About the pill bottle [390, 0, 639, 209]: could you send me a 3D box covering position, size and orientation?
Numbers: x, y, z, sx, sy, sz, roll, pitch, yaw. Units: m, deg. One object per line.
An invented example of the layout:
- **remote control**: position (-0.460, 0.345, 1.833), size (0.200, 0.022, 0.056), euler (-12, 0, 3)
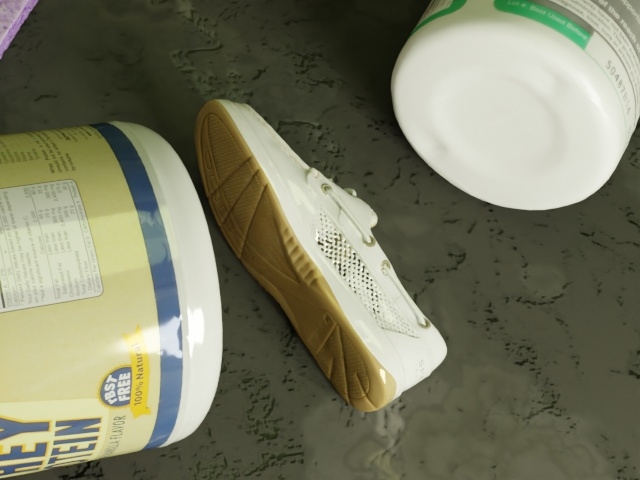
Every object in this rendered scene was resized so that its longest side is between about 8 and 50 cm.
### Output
- **pill bottle**: position (0.220, -0.216, 1.303), size (0.204, 0.204, 0.361), euler (30, 54, 2)

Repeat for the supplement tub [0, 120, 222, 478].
- **supplement tub**: position (-0.245, 0.049, 0.955), size (0.316, 0.228, 0.228), euler (-9, 61, -23)

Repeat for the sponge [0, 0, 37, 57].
- **sponge**: position (-0.321, -0.167, 1.195), size (0.117, 0.031, 0.210), euler (24, 54, -3)

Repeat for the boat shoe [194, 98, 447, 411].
- **boat shoe**: position (0.000, 0.000, 1.157), size (0.096, 0.098, 0.277), euler (-26, 78, -31)
